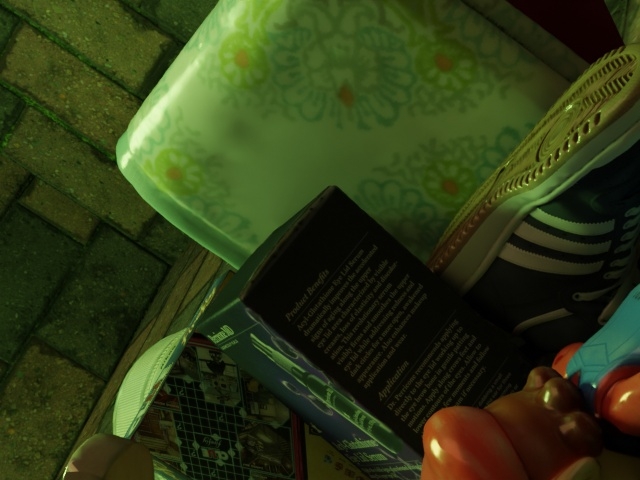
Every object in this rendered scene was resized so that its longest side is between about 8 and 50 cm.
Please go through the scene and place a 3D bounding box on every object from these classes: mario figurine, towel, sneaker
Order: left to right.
[{"bbox_3d":[0.063,-0.056,0.964,0.320,0.374,0.090,-44,17,40],"label":"towel"},{"bbox_3d":[0.187,-0.007,0.811,0.099,0.153,0.282,-57,3,-33],"label":"sneaker"},{"bbox_3d":[0.195,0.100,0.701,0.320,0.170,0.198,-45,-25,1],"label":"mario figurine"}]

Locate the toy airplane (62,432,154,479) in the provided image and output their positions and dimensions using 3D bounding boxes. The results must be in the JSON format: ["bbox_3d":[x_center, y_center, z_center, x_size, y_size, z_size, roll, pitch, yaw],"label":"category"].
[{"bbox_3d":[-0.142,0.329,0.749,0.384,0.272,0.386,98,175,-73],"label":"toy airplane"}]

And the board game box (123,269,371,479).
[{"bbox_3d":[-0.018,0.159,1.011,0.165,0.243,0.042,-60,11,-26],"label":"board game box"}]

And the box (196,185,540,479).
[{"bbox_3d":[0.031,0.079,0.901,0.108,0.207,0.153,-51,4,-20],"label":"box"}]

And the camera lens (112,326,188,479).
[{"bbox_3d":[-0.090,0.188,1.307,0.219,0.219,0.274,-59,11,-19],"label":"camera lens"}]

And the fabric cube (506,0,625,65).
[{"bbox_3d":[0.110,-0.138,1.113,0.259,0.254,0.258,-17,33,29],"label":"fabric cube"}]
